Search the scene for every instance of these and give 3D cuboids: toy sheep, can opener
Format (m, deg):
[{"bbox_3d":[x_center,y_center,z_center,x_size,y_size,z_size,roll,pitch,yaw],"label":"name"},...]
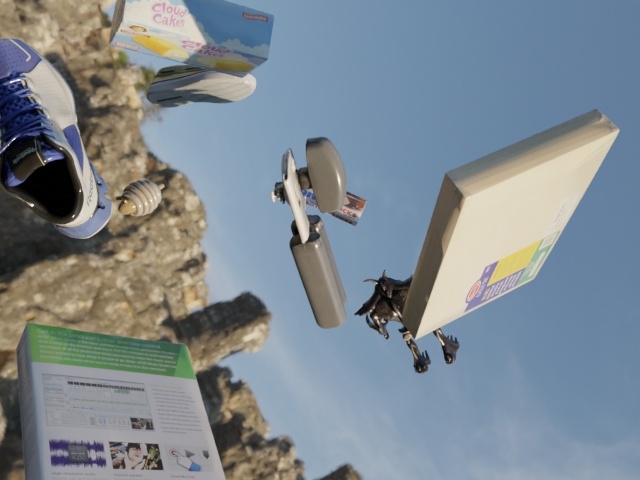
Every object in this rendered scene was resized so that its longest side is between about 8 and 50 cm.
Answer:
[{"bbox_3d":[-0.415,-0.101,1.749,0.091,0.132,0.091,26,-41,25],"label":"toy sheep"},{"bbox_3d":[0.000,0.000,0.997,0.074,0.093,0.280,-84,165,-52],"label":"can opener"}]

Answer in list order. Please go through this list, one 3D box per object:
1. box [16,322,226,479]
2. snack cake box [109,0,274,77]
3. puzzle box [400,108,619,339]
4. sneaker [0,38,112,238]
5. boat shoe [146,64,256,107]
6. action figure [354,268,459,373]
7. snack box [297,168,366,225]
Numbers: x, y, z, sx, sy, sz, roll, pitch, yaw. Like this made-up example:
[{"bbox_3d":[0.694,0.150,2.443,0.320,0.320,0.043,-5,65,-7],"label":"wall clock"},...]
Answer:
[{"bbox_3d":[-0.244,0.245,0.929,0.058,0.232,0.322,-56,-141,27],"label":"box"},{"bbox_3d":[-0.235,-0.383,1.371,0.152,0.264,0.089,178,-79,-66],"label":"snack cake box"},{"bbox_3d":[0.276,-0.008,1.182,0.052,0.272,0.409,56,-22,27],"label":"puzzle box"},{"bbox_3d":[-0.406,-0.151,1.079,0.315,0.127,0.182,63,-5,-4],"label":"sneaker"},{"bbox_3d":[-0.296,-0.397,1.852,0.109,0.302,0.094,44,49,-60],"label":"boat shoe"},{"bbox_3d":[0.170,0.147,1.551,0.275,0.164,0.141,55,6,-26],"label":"action figure"},{"bbox_3d":[0.010,-0.096,1.669,0.178,0.064,0.022,24,-27,-1],"label":"snack box"}]
